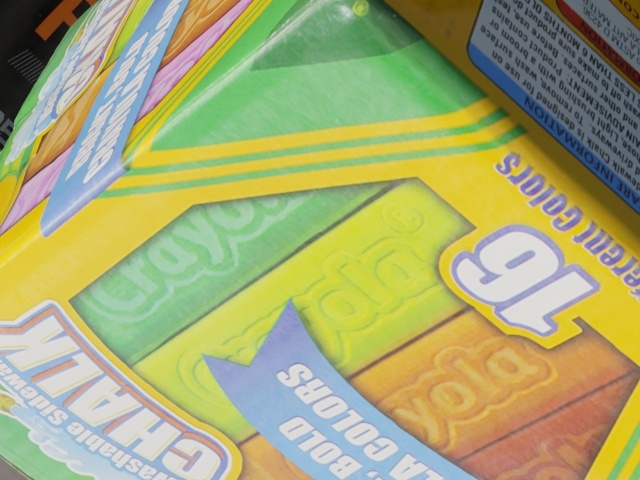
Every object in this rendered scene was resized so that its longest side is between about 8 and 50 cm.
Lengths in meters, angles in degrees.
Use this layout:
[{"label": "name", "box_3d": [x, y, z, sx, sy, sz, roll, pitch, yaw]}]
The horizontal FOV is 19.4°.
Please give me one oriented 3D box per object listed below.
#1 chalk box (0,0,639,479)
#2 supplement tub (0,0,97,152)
[{"label": "chalk box", "box_3d": [0.000, 0.000, 0.589, 0.180, 0.179, 0.289, 38, 133, -18]}, {"label": "supplement tub", "box_3d": [-0.187, -0.155, 0.910, 0.207, 0.207, 0.338, 33, 82, 10]}]
